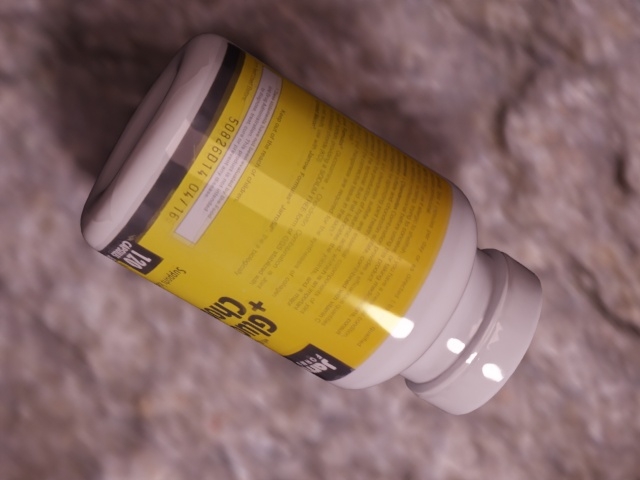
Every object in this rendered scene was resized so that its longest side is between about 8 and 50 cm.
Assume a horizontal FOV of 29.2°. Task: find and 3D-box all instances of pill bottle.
[{"bbox_3d":[0.000,0.000,0.524,0.184,0.103,0.103,31,77,-15],"label":"pill bottle"}]
